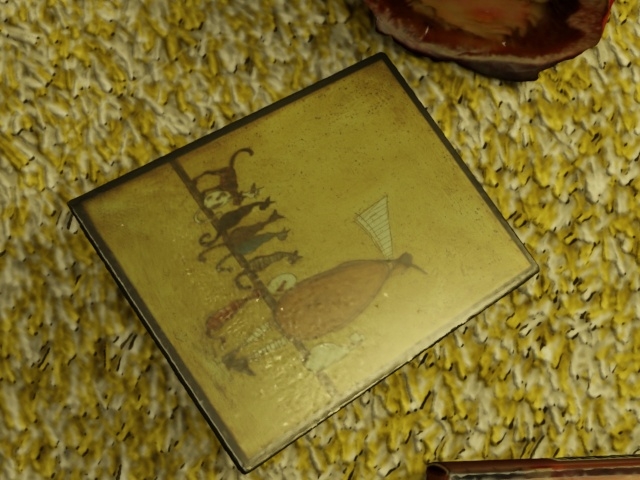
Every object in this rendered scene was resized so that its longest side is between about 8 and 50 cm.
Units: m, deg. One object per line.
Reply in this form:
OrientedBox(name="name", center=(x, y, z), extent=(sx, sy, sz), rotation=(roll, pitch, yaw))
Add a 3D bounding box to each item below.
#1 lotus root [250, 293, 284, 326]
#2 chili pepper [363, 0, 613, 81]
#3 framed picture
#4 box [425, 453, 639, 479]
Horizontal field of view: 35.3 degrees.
OrientedBox(name="lotus root", center=(-0.075, 0.048, 0.863), extent=(0.165, 0.088, 0.088), rotation=(39, 79, 14))
OrientedBox(name="chili pepper", center=(0.147, -0.326, 0.897), extent=(0.251, 0.229, 0.305), rotation=(5, 68, 1))
OrientedBox(name="framed picture", center=(0.000, 0.000, 0.850), extent=(0.338, 0.014, 0.255), rotation=(-29, 81, -28))
OrientedBox(name="box", center=(0.269, 0.364, 0.791), extent=(0.344, 0.122, 0.385), rotation=(-2, 79, -3))
